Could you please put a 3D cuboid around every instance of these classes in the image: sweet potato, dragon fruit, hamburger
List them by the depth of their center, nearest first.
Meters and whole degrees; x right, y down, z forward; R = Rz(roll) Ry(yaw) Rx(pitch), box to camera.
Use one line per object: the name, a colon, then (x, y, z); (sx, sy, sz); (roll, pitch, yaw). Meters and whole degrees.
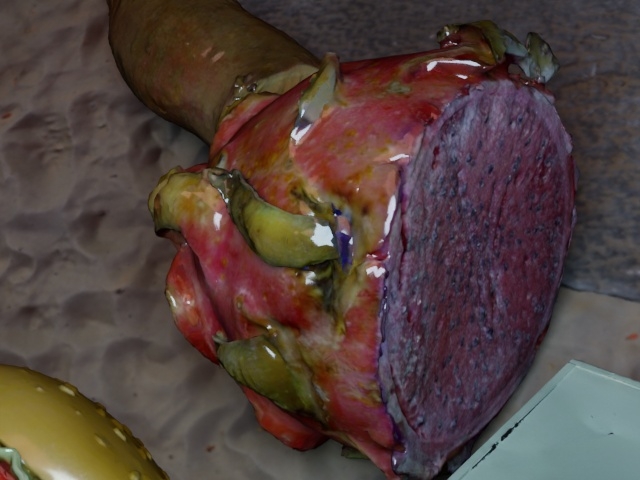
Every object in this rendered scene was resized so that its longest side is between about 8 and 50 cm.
hamburger: (-0.198, 0.205, 1.270); (0.212, 0.274, 0.274); (-45, 52, -12)
dragon fruit: (0.000, 0.000, 1.354); (0.262, 0.296, 0.314); (14, 51, 32)
sweet potato: (-0.120, -0.170, 1.635); (0.131, 0.131, 0.336); (-40, 50, -13)

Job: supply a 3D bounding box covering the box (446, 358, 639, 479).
box: (0.163, 0.181, 1.226); (0.129, 0.086, 0.225); (19, 35, 30)
